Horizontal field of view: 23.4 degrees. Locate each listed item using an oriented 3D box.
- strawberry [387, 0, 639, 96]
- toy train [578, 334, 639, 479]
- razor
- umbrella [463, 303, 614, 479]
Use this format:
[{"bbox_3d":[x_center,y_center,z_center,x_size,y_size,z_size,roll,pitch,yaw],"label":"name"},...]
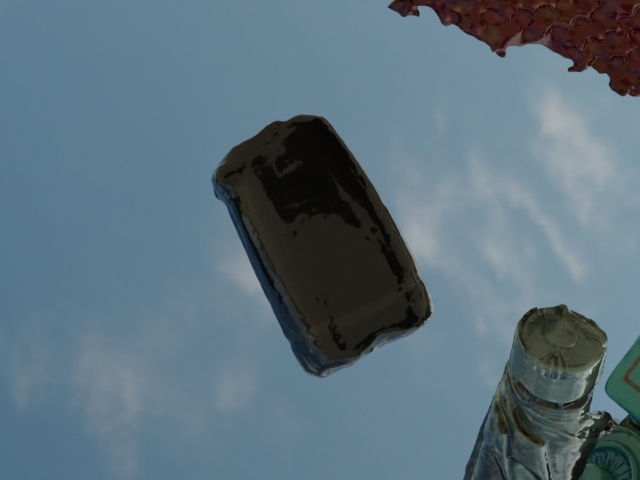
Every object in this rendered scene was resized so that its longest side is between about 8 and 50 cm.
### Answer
[{"bbox_3d":[0.120,-0.189,0.825,0.236,0.107,0.175,13,-121,-10],"label":"strawberry"},{"bbox_3d":[0.209,0.120,0.733,0.112,0.163,0.203,34,-176,-34],"label":"toy train"},{"bbox_3d":[0.000,0.000,0.912,0.090,0.054,0.148,-27,-94,-11],"label":"razor"},{"bbox_3d":[0.076,0.096,0.597,0.050,0.188,0.046,-31,-126,-33],"label":"umbrella"}]
